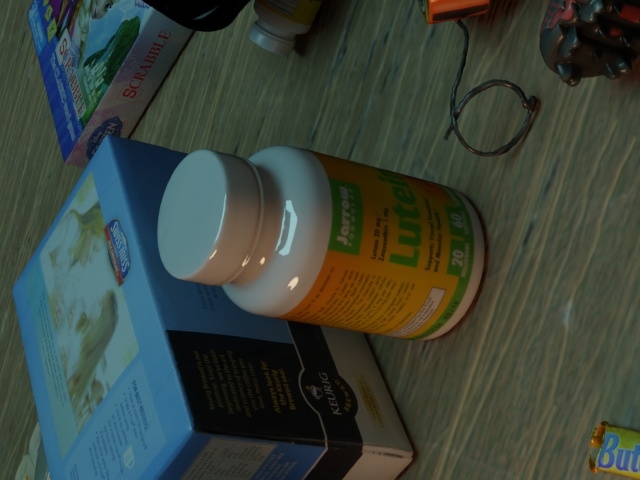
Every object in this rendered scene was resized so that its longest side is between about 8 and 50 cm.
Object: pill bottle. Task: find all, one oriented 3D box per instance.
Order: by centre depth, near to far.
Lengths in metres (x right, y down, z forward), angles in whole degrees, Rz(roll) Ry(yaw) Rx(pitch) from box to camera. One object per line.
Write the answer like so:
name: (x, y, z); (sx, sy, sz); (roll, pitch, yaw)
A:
pill bottle: (0.000, 0.000, 1.034); (0.136, 0.246, 0.136); (-20, 64, 50)
pill bottle: (-0.029, -0.251, 1.308); (0.116, 0.065, 0.065); (-63, 38, 20)

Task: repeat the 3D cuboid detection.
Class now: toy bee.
toy bee: (0.092, -0.242, 1.058); (0.162, 0.195, 0.298); (-106, 26, -70)

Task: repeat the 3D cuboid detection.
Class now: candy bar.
candy bar: (0.241, 0.151, 0.852); (0.161, 0.018, 0.040); (6, 85, 54)

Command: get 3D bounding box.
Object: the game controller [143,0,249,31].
game controller: (-0.048, -0.339, 1.265); (0.319, 0.067, 0.166); (-49, 36, -4)

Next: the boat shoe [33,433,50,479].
boat shoe: (-0.256, 0.148, 1.496); (0.112, 0.095, 0.335); (-29, 48, 58)

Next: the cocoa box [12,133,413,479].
cocoa box: (-0.115, 0.113, 1.178); (0.231, 0.228, 0.347); (-53, 42, 31)

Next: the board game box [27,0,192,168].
board game box: (-0.266, -0.309, 1.656); (0.318, 0.066, 0.318); (-53, 42, 31)

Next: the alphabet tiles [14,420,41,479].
alphabet tiles: (-0.329, 0.367, 1.583); (0.278, 0.021, 0.284); (50, 120, 49)

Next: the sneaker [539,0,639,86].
sneaker: (0.233, -0.244, 0.912); (0.276, 0.097, 0.135); (-60, 39, 21)
